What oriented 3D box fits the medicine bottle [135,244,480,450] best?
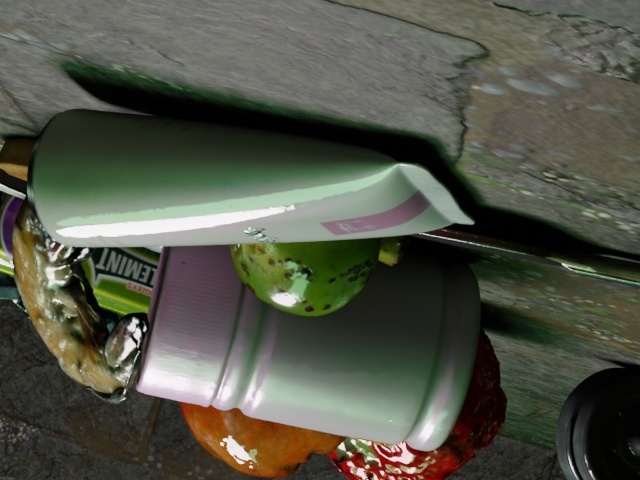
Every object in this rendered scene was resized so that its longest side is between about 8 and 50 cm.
[{"bbox_3d":[-0.015,0.088,1.536,0.315,0.202,0.202,13,172,-9],"label":"medicine bottle"}]

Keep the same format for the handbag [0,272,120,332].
[{"bbox_3d":[-0.419,0.066,2.234,0.326,0.089,0.238,43,178,-31],"label":"handbag"}]

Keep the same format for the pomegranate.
[{"bbox_3d":[-0.004,0.011,1.382,0.169,0.122,0.143,24,146,-21],"label":"pomegranate"}]

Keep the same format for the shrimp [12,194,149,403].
[{"bbox_3d":[-0.222,0.029,1.495,0.071,0.233,0.365,-21,164,-33],"label":"shrimp"}]

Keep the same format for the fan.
[{"bbox_3d":[-0.221,-0.020,1.604,0.282,0.023,0.057,22,167,-16],"label":"fan"}]

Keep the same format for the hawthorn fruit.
[{"bbox_3d":[-0.076,0.136,1.723,0.261,0.224,0.224,59,162,-8],"label":"hawthorn fruit"}]

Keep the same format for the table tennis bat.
[{"bbox_3d":[0.191,0.013,1.320,0.274,0.021,0.154,12,179,24],"label":"table tennis bat"}]

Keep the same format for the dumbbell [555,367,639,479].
[{"bbox_3d":[0.431,0.249,1.832,0.185,0.185,0.388,21,171,-21],"label":"dumbbell"}]

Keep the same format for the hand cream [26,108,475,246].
[{"bbox_3d":[-0.064,-0.042,1.246,0.358,0.118,0.185,4,166,20],"label":"hand cream"}]

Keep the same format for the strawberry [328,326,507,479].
[{"bbox_3d":[0.122,0.187,1.894,0.257,0.257,0.276,9,-172,44],"label":"strawberry"}]

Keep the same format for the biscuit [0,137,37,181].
[{"bbox_3d":[-0.193,-0.031,1.709,0.351,0.057,0.312,22,171,-27],"label":"biscuit"}]

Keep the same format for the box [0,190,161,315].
[{"bbox_3d":[-0.264,0.020,1.903,0.345,0.134,0.097,23,169,-30],"label":"box"}]
